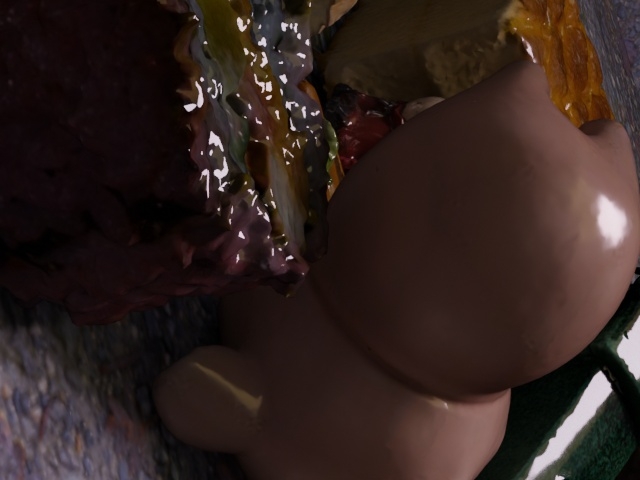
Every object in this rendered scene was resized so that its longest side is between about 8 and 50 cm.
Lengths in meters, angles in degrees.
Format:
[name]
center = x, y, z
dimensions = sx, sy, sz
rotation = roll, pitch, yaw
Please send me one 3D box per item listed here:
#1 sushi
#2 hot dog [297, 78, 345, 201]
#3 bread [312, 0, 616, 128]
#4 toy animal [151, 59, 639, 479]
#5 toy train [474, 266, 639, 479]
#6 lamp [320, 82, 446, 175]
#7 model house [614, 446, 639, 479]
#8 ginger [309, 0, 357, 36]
[sushi]
center = -0.099, -0.087, 0.822
dimensions = 0.236, 0.171, 0.270
rotation = -30, 107, -70
[hot dog]
center = 0.000, 0.000, 1.169
dimensions = 0.100, 0.068, 0.249
rotation = 11, 65, -67
[bread]
center = 0.152, -0.109, 1.451
dimensions = 0.279, 0.207, 0.279
rotation = -64, 136, -62
[toy animal]
center = 0.061, 0.047, 0.965
dimensions = 0.237, 0.326, 0.269
rotation = 33, 61, -5
[toy train]
center = 0.144, 0.139, 1.163
dimensions = 0.330, 0.178, 0.138
rotation = -47, 121, -34
[lamp]
center = 0.117, -0.058, 1.263
dimensions = 0.118, 0.253, 0.118
rotation = 11, 90, -81
[model house]
center = 0.274, 0.195, 1.302
dimensions = 0.261, 0.266, 0.321
rotation = 26, 61, -7
[ginger]
center = -0.030, -0.296, 1.218
dimensions = 0.221, 0.130, 0.275
rotation = -11, 80, -61
